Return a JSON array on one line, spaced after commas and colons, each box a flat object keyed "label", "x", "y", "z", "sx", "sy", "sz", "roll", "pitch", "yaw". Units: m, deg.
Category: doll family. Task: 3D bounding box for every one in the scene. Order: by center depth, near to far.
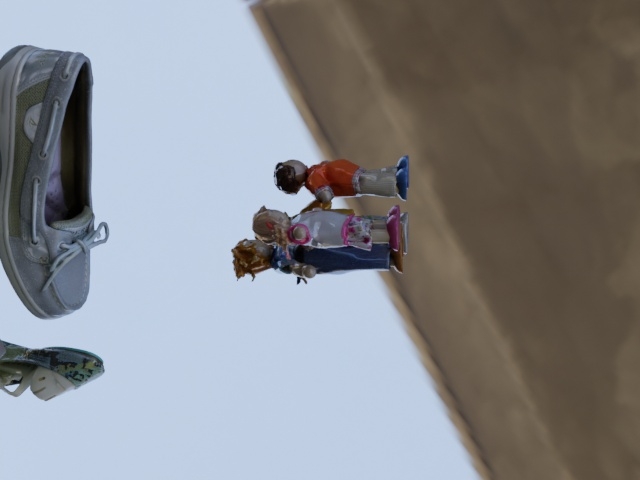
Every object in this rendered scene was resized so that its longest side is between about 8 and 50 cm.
[{"label": "doll family", "x": 0.000, "y": 0.000, "z": 1.717, "sx": 0.163, "sy": 0.263, "sz": 0.118, "roll": 0, "pitch": -73, "yaw": 6}]

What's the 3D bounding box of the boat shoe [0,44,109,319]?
[{"label": "boat shoe", "x": -0.296, "y": -0.059, "z": 1.999, "sx": 0.103, "sy": 0.118, "sz": 0.320, "roll": 7, "pitch": -72, "yaw": 27}]

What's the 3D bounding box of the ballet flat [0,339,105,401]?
[{"label": "ballet flat", "x": -0.330, "y": 0.157, "z": 2.073, "sx": 0.188, "sy": 0.070, "sz": 0.070, "roll": 2, "pitch": -63, "yaw": 40}]

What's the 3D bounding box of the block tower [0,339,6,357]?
[{"label": "block tower", "x": -0.377, "y": -0.012, "z": 1.459, "sx": 0.097, "sy": 0.091, "sz": 0.335, "roll": -21, "pitch": -78, "yaw": 15}]
